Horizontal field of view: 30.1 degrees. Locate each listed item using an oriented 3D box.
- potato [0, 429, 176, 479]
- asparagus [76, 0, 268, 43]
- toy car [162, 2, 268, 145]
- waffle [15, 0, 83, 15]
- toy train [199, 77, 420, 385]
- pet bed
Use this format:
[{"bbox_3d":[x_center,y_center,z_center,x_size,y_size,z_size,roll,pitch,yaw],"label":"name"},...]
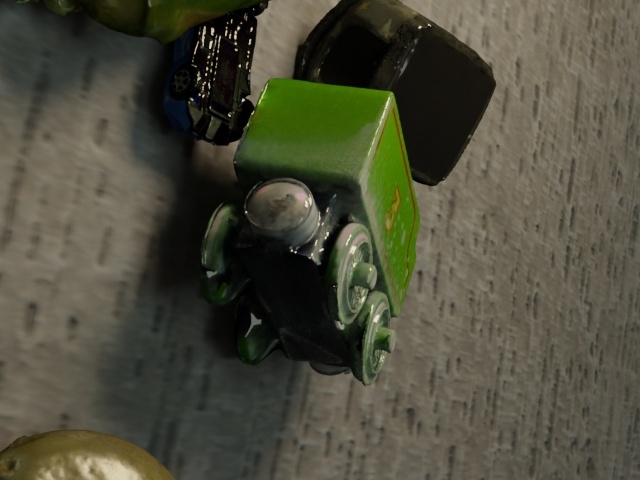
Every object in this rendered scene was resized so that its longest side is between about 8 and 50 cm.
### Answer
[{"bbox_3d":[-0.195,0.259,1.011,0.235,0.160,0.178,40,20,-32],"label":"potato"},{"bbox_3d":[-0.090,-0.248,1.108,0.085,0.082,0.343,50,40,15],"label":"asparagus"},{"bbox_3d":[-0.109,-0.201,1.189,0.103,0.063,0.216,25,66,-52],"label":"toy car"},{"bbox_3d":[-0.227,-0.353,1.014,0.297,0.073,0.317,-16,111,-47],"label":"waffle"},{"bbox_3d":[0.000,0.000,1.226,0.307,0.174,0.248,71,33,-54],"label":"toy train"},{"bbox_3d":[0.077,-0.185,1.387,0.211,0.159,0.183,19,101,-51],"label":"pet bed"}]
